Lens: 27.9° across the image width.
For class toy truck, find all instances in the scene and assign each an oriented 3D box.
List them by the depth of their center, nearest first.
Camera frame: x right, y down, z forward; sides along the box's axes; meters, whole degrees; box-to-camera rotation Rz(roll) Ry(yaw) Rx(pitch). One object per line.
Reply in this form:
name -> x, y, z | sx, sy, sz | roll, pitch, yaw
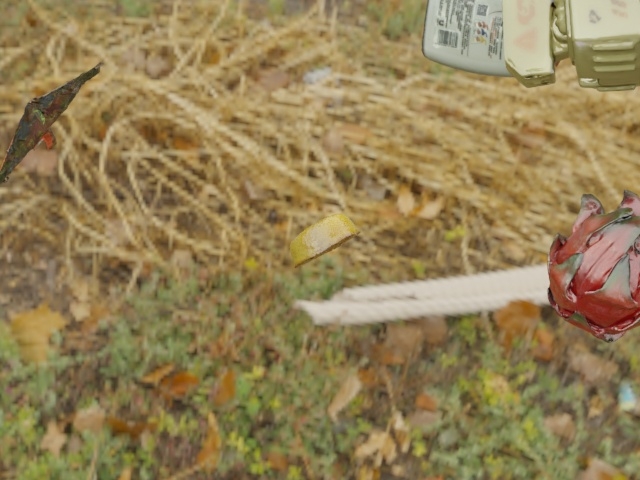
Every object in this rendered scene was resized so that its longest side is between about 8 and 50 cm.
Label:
toy truck -> 0.286, -0.337, 1.238 | 0.254, 0.180, 0.405 | -6, 83, 10

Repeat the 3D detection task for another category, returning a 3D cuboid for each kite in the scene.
kite -> -0.338, -0.133, 1.540 | 0.009, 0.189, 0.232 | 39, 81, 5

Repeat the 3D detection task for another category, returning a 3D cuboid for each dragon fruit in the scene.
dragon fruit -> 0.287, 0.028, 1.251 | 0.130, 0.142, 0.121 | 14, 17, -7

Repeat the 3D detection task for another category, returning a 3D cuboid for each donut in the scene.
donut -> 0.000, 0.000, 1.796 | 0.097, 0.108, 0.043 | -24, 82, -43

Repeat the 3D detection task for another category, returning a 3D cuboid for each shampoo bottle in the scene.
shampoo bottle -> 0.280, -0.304, 1.848 | 0.284, 0.153, 0.071 | 19, 18, 33
